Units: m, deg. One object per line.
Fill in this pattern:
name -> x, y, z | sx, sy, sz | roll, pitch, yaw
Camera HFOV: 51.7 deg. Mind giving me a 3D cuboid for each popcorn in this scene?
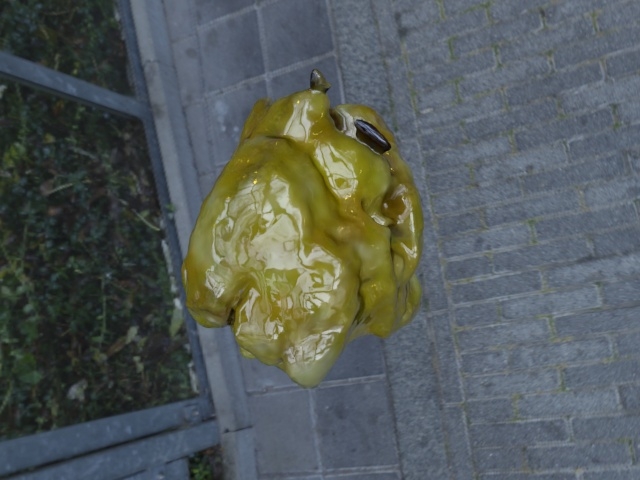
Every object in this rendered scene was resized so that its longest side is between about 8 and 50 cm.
popcorn -> -0.001, -0.001, 0.515 | 0.191, 0.190, 0.253 | -42, 26, 59
